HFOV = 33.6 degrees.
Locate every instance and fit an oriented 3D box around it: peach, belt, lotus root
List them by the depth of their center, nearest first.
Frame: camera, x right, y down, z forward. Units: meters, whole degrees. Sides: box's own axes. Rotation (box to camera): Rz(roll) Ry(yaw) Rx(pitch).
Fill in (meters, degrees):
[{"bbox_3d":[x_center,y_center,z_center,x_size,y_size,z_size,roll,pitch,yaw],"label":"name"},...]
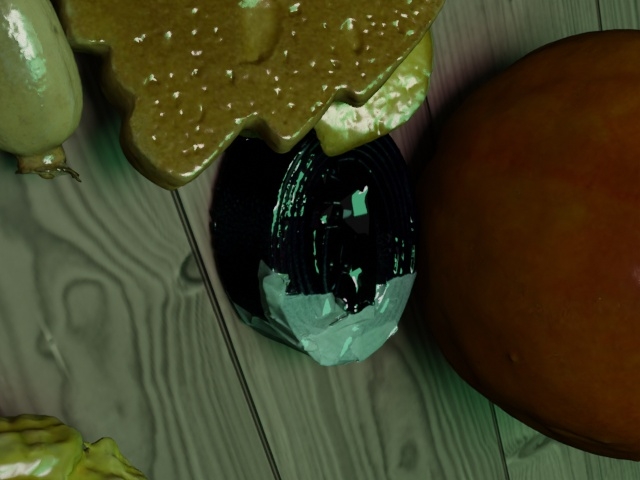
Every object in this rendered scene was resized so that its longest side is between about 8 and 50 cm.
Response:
[{"bbox_3d":[-0.172,-0.095,0.581,0.073,0.062,0.150,-11,114,6],"label":"lotus root"},{"bbox_3d":[0.000,0.000,0.771,0.151,0.078,0.198,-33,124,-35],"label":"belt"},{"bbox_3d":[0.252,0.002,0.845,0.343,0.301,0.343,-21,120,-43],"label":"peach"}]

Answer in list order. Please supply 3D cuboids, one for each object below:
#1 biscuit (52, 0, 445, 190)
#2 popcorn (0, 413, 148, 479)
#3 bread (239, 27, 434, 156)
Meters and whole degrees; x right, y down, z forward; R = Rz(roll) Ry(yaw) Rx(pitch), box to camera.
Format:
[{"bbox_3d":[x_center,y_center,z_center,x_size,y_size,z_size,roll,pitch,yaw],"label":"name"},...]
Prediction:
[{"bbox_3d":[-0.039,-0.139,0.641,0.238,0.041,0.212,-4,81,-16],"label":"biscuit"},{"bbox_3d":[-0.183,0.207,0.592,0.189,0.169,0.218,2,97,-44],"label":"popcorn"},{"bbox_3d":[0.000,-0.147,0.702,0.149,0.065,0.188,5,80,-8],"label":"bread"}]
